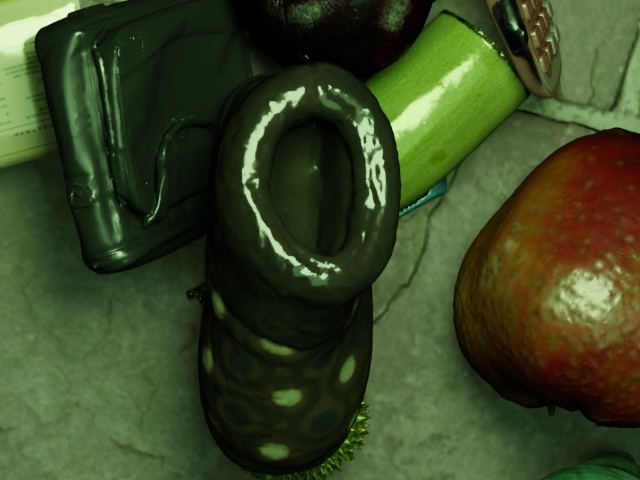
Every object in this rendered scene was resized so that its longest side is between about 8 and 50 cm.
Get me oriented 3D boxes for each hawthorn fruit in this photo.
[{"bbox_3d":[0.302,0.014,1.770,0.285,0.285,0.369,30,87,-15],"label":"hawthorn fruit"}]

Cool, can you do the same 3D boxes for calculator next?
[{"bbox_3d":[0.177,-0.288,1.746,0.048,0.220,0.329,-18,103,16],"label":"calculator"}]

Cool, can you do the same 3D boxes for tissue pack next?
[{"bbox_3d":[-0.332,-0.144,1.684,0.234,0.125,0.159,-17,101,-12],"label":"tissue pack"}]

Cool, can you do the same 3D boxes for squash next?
[{"bbox_3d":[0.081,-0.107,1.783,0.247,0.132,0.132,-44,104,-3],"label":"squash"}]

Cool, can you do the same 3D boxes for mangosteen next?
[{"bbox_3d":[0.026,-0.256,1.720,0.211,0.250,0.211,0,90,27],"label":"mangosteen"}]

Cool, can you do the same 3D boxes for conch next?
[{"bbox_3d":[0.283,0.311,1.885,0.188,0.122,0.176,-40,124,-4],"label":"conch"}]

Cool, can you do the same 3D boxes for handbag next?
[{"bbox_3d":[-0.149,-0.111,1.673,0.088,0.275,0.244,-3,103,27],"label":"handbag"}]

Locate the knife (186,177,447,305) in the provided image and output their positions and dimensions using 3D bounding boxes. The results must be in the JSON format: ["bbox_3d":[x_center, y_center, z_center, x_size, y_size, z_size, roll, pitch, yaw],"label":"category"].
[{"bbox_3d":[0.000,0.000,1.829,0.296,0.026,0.044,-29,90,-8],"label":"knife"}]

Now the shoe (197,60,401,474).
[{"bbox_3d":[-0.020,0.033,1.591,0.171,0.237,0.384,3,92,-8],"label":"shoe"}]

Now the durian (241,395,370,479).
[{"bbox_3d":[-0.040,0.152,1.782,0.159,0.146,0.198,-20,88,-7],"label":"durian"}]
